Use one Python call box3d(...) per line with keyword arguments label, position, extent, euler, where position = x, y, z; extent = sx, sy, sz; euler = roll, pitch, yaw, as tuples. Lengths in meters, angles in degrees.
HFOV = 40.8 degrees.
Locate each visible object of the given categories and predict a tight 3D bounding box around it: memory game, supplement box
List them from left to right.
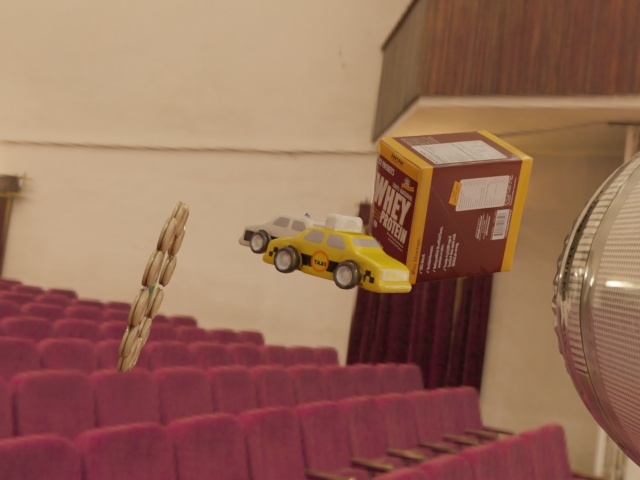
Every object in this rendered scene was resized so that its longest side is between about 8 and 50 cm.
box3d(label="memory game", position=(-0.167, 0.046, 0.870), extent=(0.012, 0.186, 0.186), euler=(20, -5, -3))
box3d(label="supplement box", position=(0.191, -0.052, 1.313), extent=(0.194, 0.192, 0.129), euler=(-6, 28, -23))

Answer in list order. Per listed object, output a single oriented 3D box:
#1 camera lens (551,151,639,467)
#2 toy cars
box3d(label="camera lens", position=(0.242, 0.037, 0.390), extent=(0.219, 0.220, 0.274), euler=(7, 0, -2))
box3d(label="toy cars", position=(0.000, 0.000, 1.195), extent=(0.176, 0.087, 0.393), euler=(11, 3, -15))
